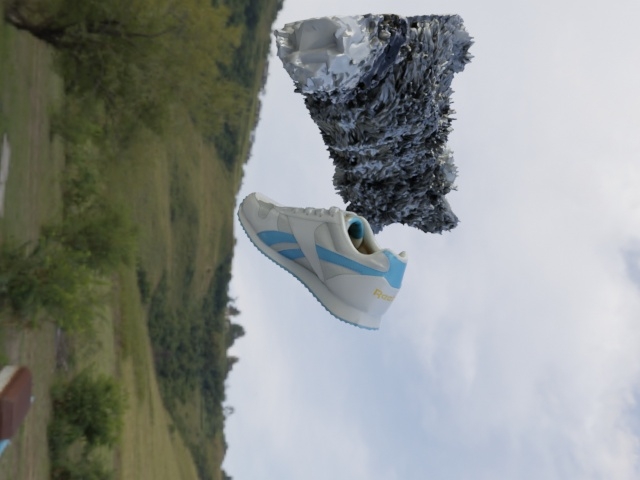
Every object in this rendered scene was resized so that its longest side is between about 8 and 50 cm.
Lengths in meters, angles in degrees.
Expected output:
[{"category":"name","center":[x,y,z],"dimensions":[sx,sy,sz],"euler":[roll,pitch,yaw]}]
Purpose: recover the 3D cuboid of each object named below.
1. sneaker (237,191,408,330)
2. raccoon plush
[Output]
[{"category":"sneaker","center":[0.000,0.000,0.703],"dimensions":[0.228,0.087,0.092],"euler":[37,-76,32]},{"category":"raccoon plush","center":[0.044,-0.103,0.763],"dimensions":[0.216,0.446,0.300],"euler":[4,-71,29]}]
